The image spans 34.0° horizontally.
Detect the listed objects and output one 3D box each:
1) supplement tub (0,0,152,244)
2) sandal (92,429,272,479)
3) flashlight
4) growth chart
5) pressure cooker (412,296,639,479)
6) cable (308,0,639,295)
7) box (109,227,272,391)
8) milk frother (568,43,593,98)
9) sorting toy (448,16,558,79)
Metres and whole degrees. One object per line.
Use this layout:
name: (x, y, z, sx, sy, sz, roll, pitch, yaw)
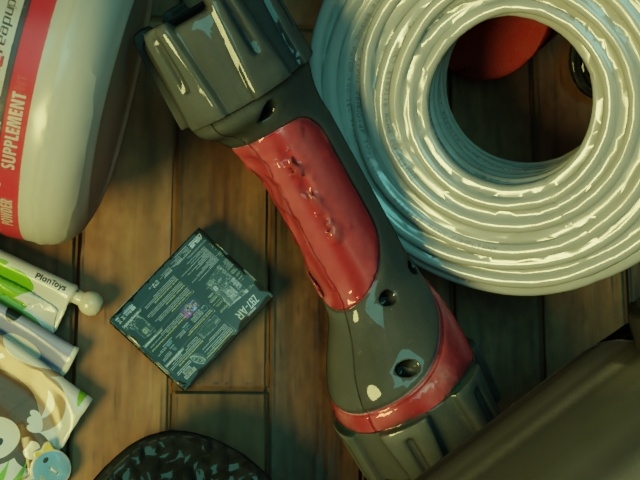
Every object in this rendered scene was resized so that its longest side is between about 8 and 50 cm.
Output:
supplement tub: (-0.244, -0.116, 0.585, 0.272, 0.191, 0.191, 14, 78, -7)
sandal: (-0.167, 0.312, 0.579, 0.168, 0.107, 0.445, 38, 64, 0)
flashlight: (0.000, 0.000, 0.602, 0.103, 0.103, 0.304, -34, 109, -9)
growth chart: (-0.228, 0.111, 0.636, 0.172, 0.021, 0.237, 21, 78, -6)
pressure cooker: (0.191, 0.228, 0.502, 0.420, 0.370, 0.375, -34, 87, -13)
cable: (0.119, -0.093, 0.625, 0.257, 0.089, 0.257, -9, 106, 27)
box: (-0.083, 0.044, 0.671, 0.067, 0.018, 0.083, 42, 76, 0)
milk frother: (0.261, -0.132, 0.699, 0.143, 0.135, 0.129, -27, 84, -13)
sorting toy: (0.116, -0.293, 0.736, 0.126, 0.127, 0.365, -12, 82, -36)
